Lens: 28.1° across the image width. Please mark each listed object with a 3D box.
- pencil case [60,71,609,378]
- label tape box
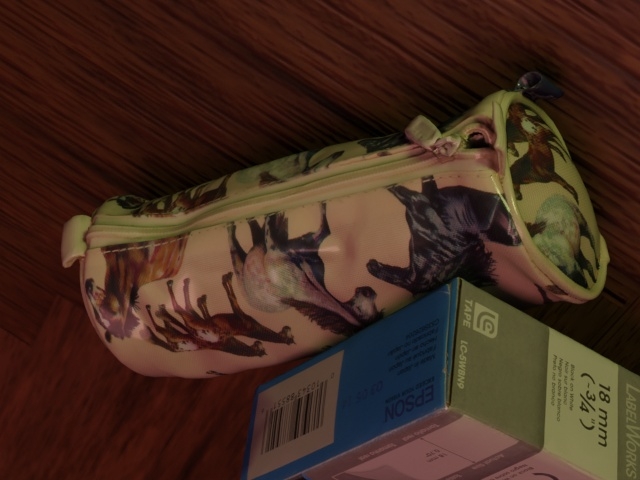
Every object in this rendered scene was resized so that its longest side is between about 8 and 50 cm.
[{"bbox_3d":[0.000,0.000,0.981,0.410,0.160,0.183,-13,132,29],"label":"pencil case"},{"bbox_3d":[0.144,0.176,0.977,0.333,0.106,0.240,27,142,-27],"label":"label tape box"}]
